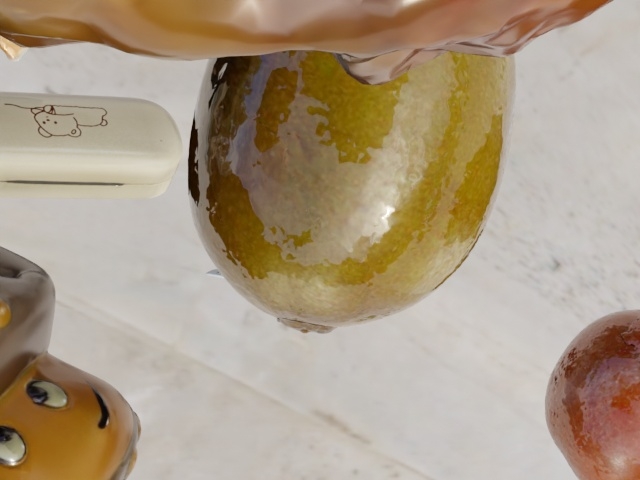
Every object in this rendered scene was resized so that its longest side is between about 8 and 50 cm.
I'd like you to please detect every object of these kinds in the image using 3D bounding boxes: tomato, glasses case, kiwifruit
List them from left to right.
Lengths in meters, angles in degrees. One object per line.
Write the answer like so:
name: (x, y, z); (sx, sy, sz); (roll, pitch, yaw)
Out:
glasses case: (-0.204, -0.073, 1.282); (0.083, 0.196, 0.050); (66, 145, 38)
kiwifruit: (0.016, -0.058, 0.990); (0.196, 0.196, 0.234); (17, 90, 19)
tomato: (0.343, 0.171, 1.732); (0.208, 0.208, 0.184); (55, 138, 18)

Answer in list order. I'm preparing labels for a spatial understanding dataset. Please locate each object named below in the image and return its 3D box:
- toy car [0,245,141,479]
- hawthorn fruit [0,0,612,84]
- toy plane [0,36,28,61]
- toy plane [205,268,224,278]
toy car: (-0.266, 0.129, 0.974); (0.240, 0.271, 0.341); (41, 132, -4)
hawthorn fruit: (-0.027, -0.268, 0.573); (0.472, 0.472, 0.471); (-3, 80, 17)
toy plane: (-0.210, -0.222, 0.999); (0.244, 0.245, 0.117); (-66, 26, -1)
toy plane: (0.001, 0.005, 1.935); (0.251, 0.255, 0.101); (12, 122, 54)
